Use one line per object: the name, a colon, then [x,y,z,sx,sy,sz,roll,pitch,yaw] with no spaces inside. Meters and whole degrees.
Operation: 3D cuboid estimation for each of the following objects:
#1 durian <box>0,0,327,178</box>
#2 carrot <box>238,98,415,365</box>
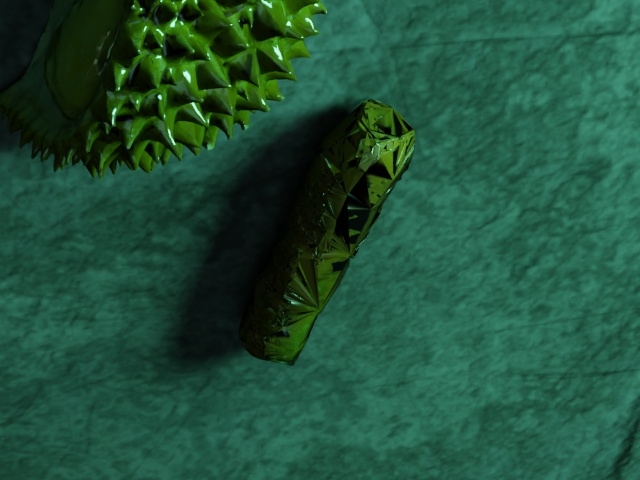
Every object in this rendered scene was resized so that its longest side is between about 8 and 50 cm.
durian: [-0.093,-0.154,1.058,0.172,0.166,0.306,-22,146,-35]
carrot: [0.000,0.001,1.247,0.069,0.069,0.229,11,128,-22]
